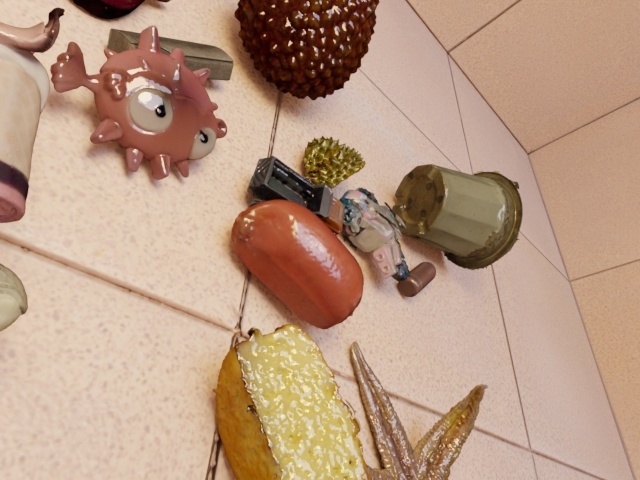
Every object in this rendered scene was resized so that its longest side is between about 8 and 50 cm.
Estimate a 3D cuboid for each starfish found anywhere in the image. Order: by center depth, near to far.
[{"bbox_3d":[0.149,0.390,0.692,0.384,0.132,0.398,45,53,-7],"label":"starfish"}]

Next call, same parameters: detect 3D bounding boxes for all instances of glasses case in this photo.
[{"bbox_3d":[-0.243,-0.310,0.719,0.071,0.047,0.205,38,31,20],"label":"glasses case"}]

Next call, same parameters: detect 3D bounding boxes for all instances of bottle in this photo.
[{"bbox_3d":[0.238,0.093,1.044,0.140,0.053,0.053,-23,86,-54],"label":"bottle"}]

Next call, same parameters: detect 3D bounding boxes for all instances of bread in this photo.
[{"bbox_3d":[-0.053,0.232,0.540,0.143,0.139,0.228,2,55,-46],"label":"bread"}]

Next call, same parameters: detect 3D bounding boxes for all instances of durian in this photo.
[{"bbox_3d":[0.020,-0.173,0.903,0.108,0.119,0.186,57,38,-13],"label":"durian"}]

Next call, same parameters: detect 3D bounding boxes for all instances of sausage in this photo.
[{"bbox_3d":[-0.026,0.036,0.698,0.254,0.148,0.148,52,38,-13],"label":"sausage"}]

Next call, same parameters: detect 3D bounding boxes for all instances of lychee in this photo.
[{"bbox_3d":[-0.022,-0.468,0.901,0.306,0.306,0.330,-8,97,-52],"label":"lychee"}]

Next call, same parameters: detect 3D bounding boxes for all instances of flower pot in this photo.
[{"bbox_3d":[0.343,-0.075,1.138,0.259,0.290,0.290,11,58,-31],"label":"flower pot"}]

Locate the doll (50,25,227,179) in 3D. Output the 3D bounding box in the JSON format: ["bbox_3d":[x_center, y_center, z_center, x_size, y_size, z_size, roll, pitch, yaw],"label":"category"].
[{"bbox_3d":[-0.242,-0.195,0.618,0.262,0.093,0.211,20,73,-50],"label":"doll"}]

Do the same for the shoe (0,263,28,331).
[{"bbox_3d":[-0.362,0.131,0.260,0.342,0.132,0.210,-19,86,-49],"label":"shoe"}]

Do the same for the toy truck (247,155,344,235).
[{"bbox_3d":[-0.044,-0.067,0.773,0.192,0.092,0.083,33,45,-25],"label":"toy truck"}]

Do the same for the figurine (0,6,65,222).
[{"bbox_3d":[-0.400,-0.130,0.293,0.361,0.253,0.210,6,90,-43],"label":"figurine"}]

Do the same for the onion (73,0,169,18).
[{"bbox_3d":[-0.317,-0.457,0.687,0.218,0.140,0.195,5,57,-52],"label":"onion"}]

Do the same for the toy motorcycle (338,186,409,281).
[{"bbox_3d":[0.095,-0.025,0.914,0.204,0.108,0.239,12,33,-51],"label":"toy motorcycle"}]
